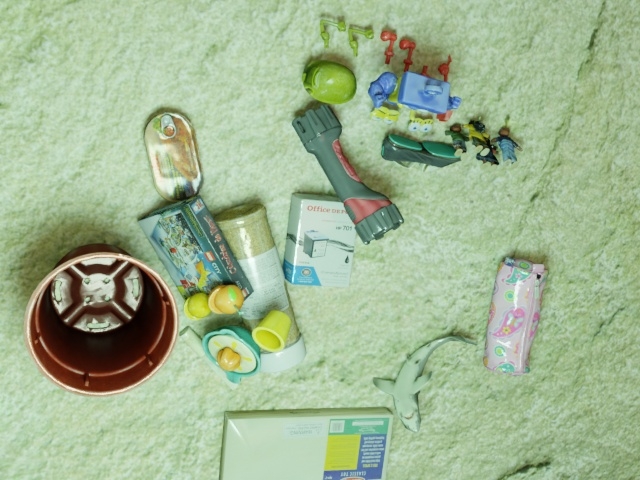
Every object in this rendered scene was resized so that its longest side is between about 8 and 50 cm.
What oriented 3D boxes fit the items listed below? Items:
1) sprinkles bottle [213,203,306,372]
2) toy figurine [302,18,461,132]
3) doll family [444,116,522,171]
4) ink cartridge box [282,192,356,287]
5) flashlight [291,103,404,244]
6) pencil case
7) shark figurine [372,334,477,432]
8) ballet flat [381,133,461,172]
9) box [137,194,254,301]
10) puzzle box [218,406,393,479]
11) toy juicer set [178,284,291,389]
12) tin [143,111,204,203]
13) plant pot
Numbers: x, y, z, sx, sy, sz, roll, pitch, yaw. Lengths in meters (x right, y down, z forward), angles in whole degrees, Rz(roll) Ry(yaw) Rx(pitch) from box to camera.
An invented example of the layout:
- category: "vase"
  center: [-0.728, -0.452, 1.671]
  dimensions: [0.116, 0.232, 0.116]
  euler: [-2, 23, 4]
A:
- category: "sprinkles bottle"
  center: [-0.129, 0.104, 1.740]
  dimensions: [0.121, 0.121, 0.356]
  euler: [-19, 107, -13]
- category: "toy figurine"
  center: [0.171, -0.340, 1.678]
  dimensions: [0.362, 0.217, 0.191]
  euler: [12, 95, -25]
- category: "doll family"
  center: [0.377, -0.225, 1.853]
  dimensions: [0.192, 0.111, 0.076]
  euler: [23, 131, -27]
- category: "ink cartridge box"
  center: [0.000, 0.000, 1.782]
  dimensions: [0.139, 0.082, 0.191]
  euler: [4, 102, -18]
- category: "flashlight"
  center: [0.062, -0.144, 1.711]
  dimensions: [0.103, 0.103, 0.304]
  euler: [-31, 82, 20]
- category: "pencil case"
  center: [0.471, 0.181, 1.953]
  dimensions: [0.124, 0.124, 0.284]
  euler: [6, 101, -19]
- category: "shark figurine"
  center: [0.244, 0.324, 1.940]
  dimensions: [0.278, 0.166, 0.116]
  euler: [-54, 138, -19]
- category: "ballet flat"
  center: [0.224, -0.191, 1.826]
  dimensions: [0.203, 0.074, 0.074]
  euler: [8, 99, -25]
- category: "box"
  center: [-0.257, 0.033, 1.666]
  dimensions: [0.044, 0.159, 0.233]
  euler: [-47, 115, -48]
- category: "puzzle box"
  center: [-0.035, 0.531, 1.901]
  dimensions: [0.408, 0.052, 0.272]
  euler: [3, 100, -19]
- category: "toy juicer set"
  center: [-0.213, 0.211, 1.679]
  dimensions: [0.209, 0.329, 0.090]
  euler: [35, 48, -6]
- category: "tin"
  center: [-0.305, -0.171, 1.672]
  dimensions: [0.106, 0.040, 0.190]
  euler: [-14, 106, -19]
- category: "plant pot"
  center: [-0.429, 0.129, 1.573]
  dimensions: [0.272, 0.265, 0.273]
  euler: [-4, 102, -17]
